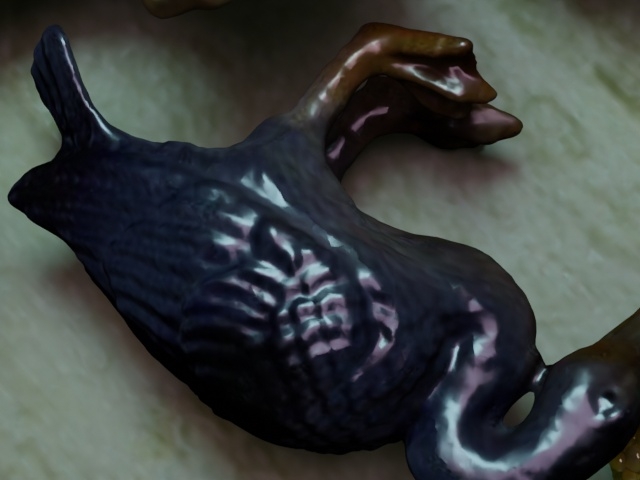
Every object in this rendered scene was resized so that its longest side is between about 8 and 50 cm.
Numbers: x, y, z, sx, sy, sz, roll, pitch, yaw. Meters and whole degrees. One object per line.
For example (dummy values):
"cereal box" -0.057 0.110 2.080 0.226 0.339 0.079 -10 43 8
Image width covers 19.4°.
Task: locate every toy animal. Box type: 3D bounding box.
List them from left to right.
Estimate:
"toy animal" 0.000 0.000 0.783 0.298 0.122 0.185 17 74 9

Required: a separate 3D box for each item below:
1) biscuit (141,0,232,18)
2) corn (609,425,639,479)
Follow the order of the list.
"biscuit" -0.138 -0.143 0.775 0.366 0.115 0.268 -23 30 -8
"corn" 0.219 0.096 0.771 0.206 0.067 0.067 7 73 6
